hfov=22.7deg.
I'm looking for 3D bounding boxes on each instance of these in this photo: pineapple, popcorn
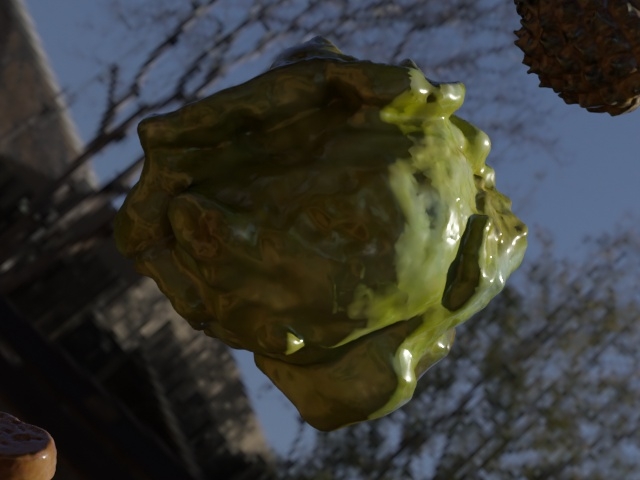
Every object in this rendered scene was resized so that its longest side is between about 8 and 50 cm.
[{"bbox_3d":[0.282,-0.224,1.704,0.193,0.166,0.166,38,-20,9],"label":"pineapple"},{"bbox_3d":[-0.006,-0.017,1.323,0.312,0.312,0.312,43,-20,19],"label":"popcorn"}]

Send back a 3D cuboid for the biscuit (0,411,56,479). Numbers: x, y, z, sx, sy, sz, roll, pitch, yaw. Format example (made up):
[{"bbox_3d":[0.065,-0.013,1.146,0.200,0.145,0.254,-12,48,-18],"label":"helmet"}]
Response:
[{"bbox_3d":[-0.340,0.159,1.041,0.202,0.333,0.047,-116,-147,-69],"label":"biscuit"}]
